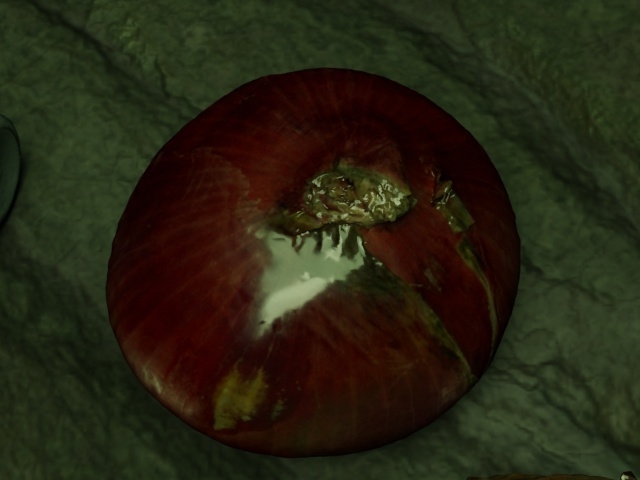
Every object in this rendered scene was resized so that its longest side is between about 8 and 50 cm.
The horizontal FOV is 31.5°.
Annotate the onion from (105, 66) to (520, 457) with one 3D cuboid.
[{"bbox_3d":[-0.003,0.003,0.654,0.248,0.161,0.248,-7,46,7],"label":"onion"}]

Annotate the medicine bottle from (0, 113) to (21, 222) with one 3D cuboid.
[{"bbox_3d":[-0.300,-0.061,0.727,0.203,0.083,0.083,13,68,10],"label":"medicine bottle"}]

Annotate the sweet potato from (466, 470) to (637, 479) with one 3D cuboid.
[{"bbox_3d":[0.110,0.279,0.542,0.131,0.131,0.337,8,69,6],"label":"sweet potato"}]
